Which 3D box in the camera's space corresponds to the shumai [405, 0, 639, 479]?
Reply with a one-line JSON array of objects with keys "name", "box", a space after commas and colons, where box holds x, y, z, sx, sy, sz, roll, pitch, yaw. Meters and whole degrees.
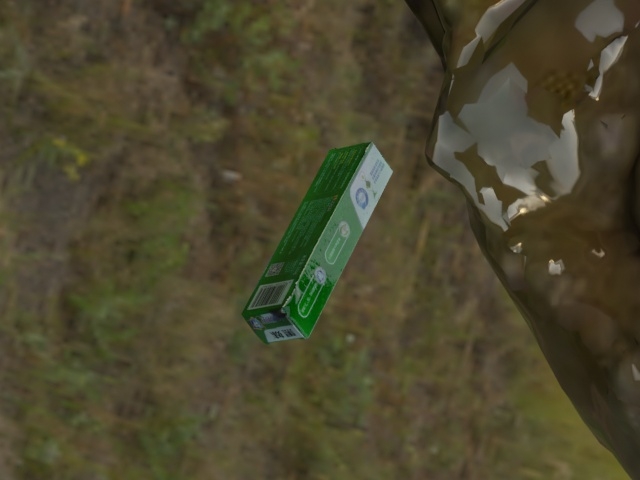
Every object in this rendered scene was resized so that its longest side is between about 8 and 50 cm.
[{"name": "shumai", "box": [0.170, -0.106, 0.286, 0.217, 0.283, 0.346, 15, 72, -37]}]

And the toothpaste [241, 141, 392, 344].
[{"name": "toothpaste", "box": [0.000, 0.000, 0.624, 0.017, 0.020, 0.083, 53, 46, -29]}]
